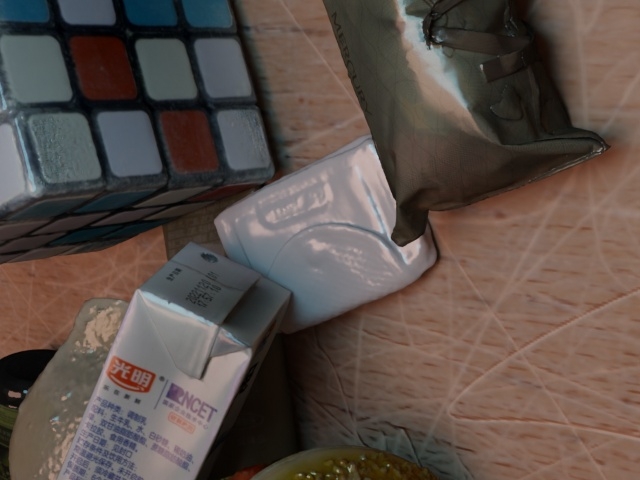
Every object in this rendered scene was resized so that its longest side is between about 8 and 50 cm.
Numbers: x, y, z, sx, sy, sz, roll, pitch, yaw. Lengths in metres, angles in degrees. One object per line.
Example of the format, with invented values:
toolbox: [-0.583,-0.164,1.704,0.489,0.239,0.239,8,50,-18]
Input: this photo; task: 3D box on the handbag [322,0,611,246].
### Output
handbag: [0.080,-0.142,0.810,0.182,0.117,0.270,-17,92,36]

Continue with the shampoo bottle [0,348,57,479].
shampoo bottle: [-0.303,0.263,1.287,0.101,0.101,0.284,19,116,37]

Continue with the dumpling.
dumpling: [-0.190,0.204,1.115,0.227,0.175,0.243,31,151,32]

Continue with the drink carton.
drink carton: [-0.139,0.166,0.959,0.106,0.130,0.315,26,110,3]

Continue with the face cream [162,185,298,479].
face cream: [-0.078,0.095,1.057,0.137,0.084,0.341,-12,86,42]

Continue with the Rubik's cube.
Rubik's cube: [-0.232,-0.126,0.983,0.259,0.256,0.253,-22,81,42]

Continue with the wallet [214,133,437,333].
wallet: [0.000,0.000,0.959,0.183,0.032,0.124,-24,85,33]

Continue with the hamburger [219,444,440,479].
hamburger: [0.013,0.301,0.890,0.170,0.302,0.302,-39,76,50]
